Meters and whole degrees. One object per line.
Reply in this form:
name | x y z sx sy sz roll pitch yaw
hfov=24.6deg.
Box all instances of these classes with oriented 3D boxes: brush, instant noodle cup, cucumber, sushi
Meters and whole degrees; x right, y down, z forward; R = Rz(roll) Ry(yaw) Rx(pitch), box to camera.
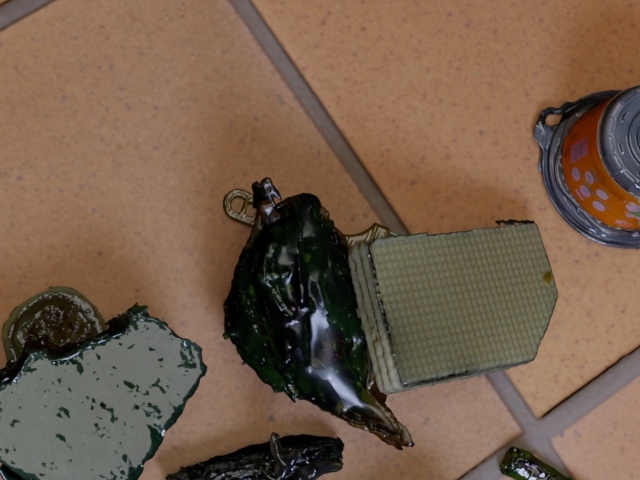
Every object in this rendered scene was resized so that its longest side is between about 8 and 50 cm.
brush | 0.000 0.000 1.518 0.218 0.010 0.082 22 76 -3
instant noodle cup | 0.335 -0.090 1.533 0.208 0.125 0.177 17 75 -5
cucumber | -0.060 0.224 1.440 0.181 0.053 0.053 -16 81 -15
sushi | -0.019 0.084 1.427 0.149 0.140 0.287 -18 85 -9

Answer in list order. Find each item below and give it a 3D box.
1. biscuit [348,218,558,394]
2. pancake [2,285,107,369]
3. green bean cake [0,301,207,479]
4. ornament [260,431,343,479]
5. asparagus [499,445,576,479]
biscuit | 0.140 0.062 1.457 0.252 0.052 0.150 -8 79 -40
pancake | -0.261 0.099 1.447 0.108 0.017 0.108 2 81 -10
green bean cake | -0.233 0.143 1.386 0.193 0.107 0.208 35 80 -4
ornament | -0.082 0.285 1.375 0.202 0.080 0.236 29 92 -15
asparagus | 0.258 0.264 1.491 0.165 0.030 0.036 34 50 1
